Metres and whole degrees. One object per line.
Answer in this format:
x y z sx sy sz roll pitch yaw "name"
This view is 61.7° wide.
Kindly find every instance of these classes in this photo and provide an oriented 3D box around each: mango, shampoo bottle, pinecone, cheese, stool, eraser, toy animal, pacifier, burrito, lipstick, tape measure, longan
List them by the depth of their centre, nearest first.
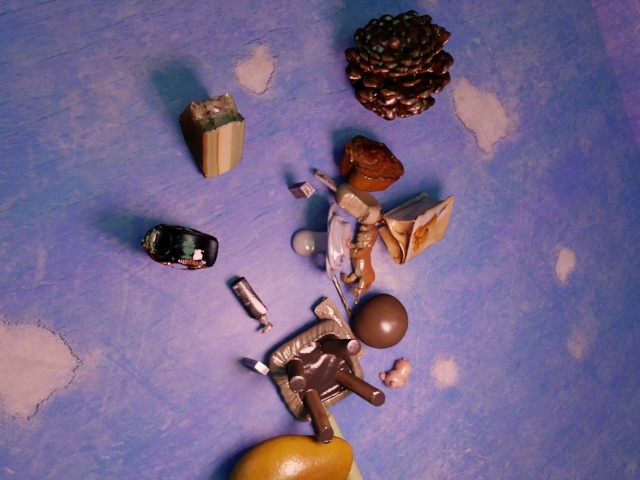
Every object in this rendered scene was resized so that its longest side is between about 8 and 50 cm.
-0.428 0.024 1.653 0.223 0.202 0.135 11 85 -12 "tape measure"
-0.090 0.777 1.785 0.445 0.220 0.301 -17 109 -27 "mango"
-0.219 0.420 1.792 0.052 0.122 0.029 42 68 -20 "eraser"
-0.230 0.223 1.828 0.063 0.057 0.208 -37 104 -23 "shampoo bottle"
0.020 0.471 1.835 0.310 0.226 0.310 -31 105 -17 "stool"
0.000 0.000 1.908 0.207 0.227 0.279 1 84 14 "pacifier"
0.065 0.763 1.954 0.076 0.076 0.304 -29 102 -25 "lipstick"
0.093 -0.167 1.969 0.286 0.163 0.082 33 115 -7 "cheese"
0.297 -0.633 1.973 0.397 0.398 0.398 1 88 -27 "pinecone"
0.077 0.328 1.982 0.082 0.059 0.275 -41 106 -15 "burrito"
0.230 0.300 1.988 0.220 0.196 0.196 -40 106 -35 "longan"
0.160 0.074 2.015 0.157 0.097 0.312 -4 92 -33 "toy animal"
0.299 0.515 2.079 0.089 0.083 0.150 51 56 -3 "toy animal"

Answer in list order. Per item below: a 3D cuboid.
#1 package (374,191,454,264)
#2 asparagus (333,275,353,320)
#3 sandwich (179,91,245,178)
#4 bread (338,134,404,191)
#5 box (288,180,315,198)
0.360 -0.070 2.079 0.311 0.165 0.221 -28 137 -42 "package"
0.077 0.201 2.007 0.022 0.023 0.233 -21 101 19 "asparagus"
-0.330 -0.333 1.715 0.155 0.198 0.227 -26 100 -26 "sandwich"
0.187 -0.285 1.980 0.246 0.135 0.232 -5 60 -35 "bread"
-0.067 -0.177 1.890 0.036 0.117 0.050 -44 109 -17 "box"
